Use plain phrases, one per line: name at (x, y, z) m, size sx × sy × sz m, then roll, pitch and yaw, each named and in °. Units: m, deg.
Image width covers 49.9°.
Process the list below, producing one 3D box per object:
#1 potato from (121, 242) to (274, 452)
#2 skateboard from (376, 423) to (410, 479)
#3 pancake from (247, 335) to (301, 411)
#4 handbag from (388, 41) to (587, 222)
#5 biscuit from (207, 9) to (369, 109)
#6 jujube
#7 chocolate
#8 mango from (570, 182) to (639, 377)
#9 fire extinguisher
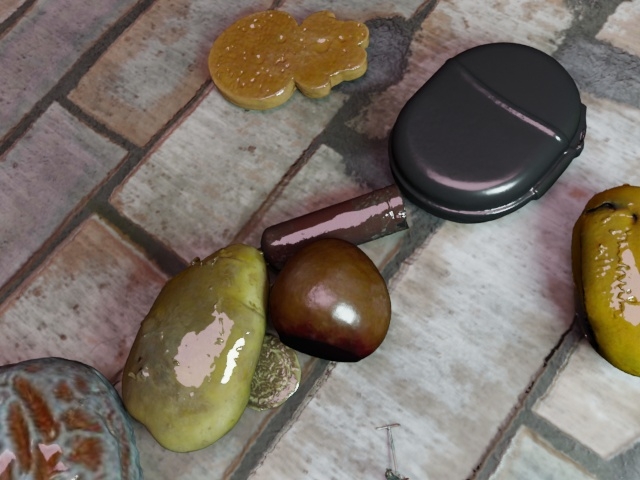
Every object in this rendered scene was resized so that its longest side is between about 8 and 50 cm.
potato at (-0.165, 0.135, 0.944) m, size 0.191 × 0.141 × 0.296 m, roll 10°, pitch 67°, yaw 33°
skateboard at (0.089, 0.271, 0.880) m, size 0.032 × 0.064 × 0.083 m, roll -17°, pitch 51°, yaw 13°
pancake at (-0.083, 0.188, 0.980) m, size 0.114 × 0.011 × 0.115 m, roll -5°, pitch 64°, yaw 10°
handbag at (0.248, -0.164, 1.029) m, size 0.253 × 0.093 × 0.308 m, roll 39°, pitch 78°, yaw 26°
biscuit at (-0.056, -0.320, 1.200) m, size 0.288 × 0.044 × 0.202 m, roll -5°, pitch 65°, yaw 9°
jujube at (-0.355, 0.295, 0.875) m, size 0.246 × 0.215 × 0.308 m, roll -35°, pitch 60°, yaw -5°
chocolate at (0.018, 0.074, 0.932) m, size 0.176 × 0.177 × 0.177 m, roll -5°, pitch 64°, yaw 10°
mango at (0.401, 0.050, 0.865) m, size 0.151 × 0.156 × 0.249 m, roll 10°, pitch 63°, yaw -23°
fire extinguisher at (0.000, 0.000, 1.024) m, size 0.267 × 0.072 × 0.089 m, roll -19°, pitch 100°, yaw 3°
